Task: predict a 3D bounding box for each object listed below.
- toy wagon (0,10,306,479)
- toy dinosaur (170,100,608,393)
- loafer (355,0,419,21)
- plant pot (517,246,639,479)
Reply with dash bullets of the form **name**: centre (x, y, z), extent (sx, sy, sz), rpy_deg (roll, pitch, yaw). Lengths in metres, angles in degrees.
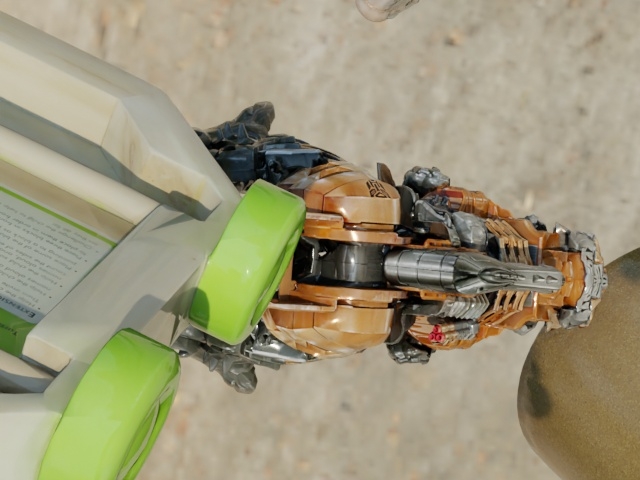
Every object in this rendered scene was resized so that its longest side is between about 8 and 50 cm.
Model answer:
- **toy wagon**: centre (-0.165, -0.003, 0.524), extent (0.068, 0.267, 0.344), rpy_deg (-68, -7, 28)
- **toy dinosaur**: centre (0.000, 0.000, 0.928), extent (0.218, 0.322, 0.164), rpy_deg (7, 72, 54)
- **loafer**: centre (0.032, -0.125, 0.813), extent (0.039, 0.045, 0.125), rpy_deg (-57, 2, 12)
- **plant pot**: centre (0.304, 0.160, 1.285), extent (0.237, 0.237, 0.254), rpy_deg (-65, 32, 23)
